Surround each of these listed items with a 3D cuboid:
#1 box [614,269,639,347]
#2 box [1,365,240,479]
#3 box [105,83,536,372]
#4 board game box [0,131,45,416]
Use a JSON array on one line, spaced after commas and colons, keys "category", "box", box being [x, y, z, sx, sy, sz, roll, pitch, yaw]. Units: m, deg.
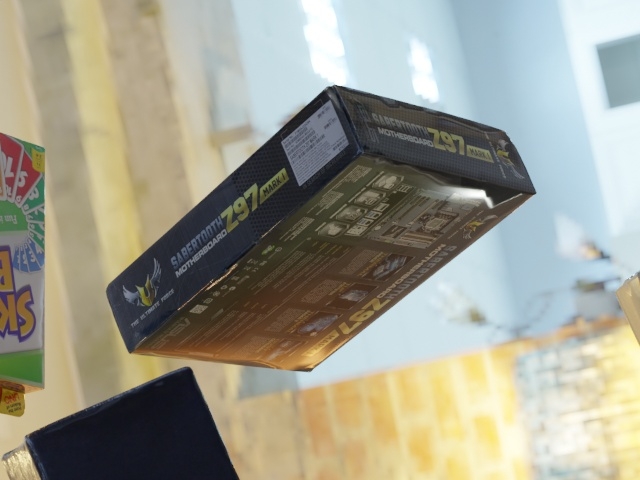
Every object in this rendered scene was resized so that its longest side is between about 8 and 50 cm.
[{"category": "box", "box": [0.326, 0.136, 1.414, 0.113, 0.094, 0.275, 102, 145, -81]}, {"category": "box", "box": [-0.088, 0.159, 0.968, 0.158, 0.093, 0.156, 65, 163, 3]}, {"category": "box", "box": [0.000, 0.000, 1.240, 0.183, 0.232, 0.059, 10, -131, -47]}, {"category": "board game box", "box": [-0.303, 0.024, 1.705, 0.124, 0.039, 0.259, 20, -115, -51]}]
